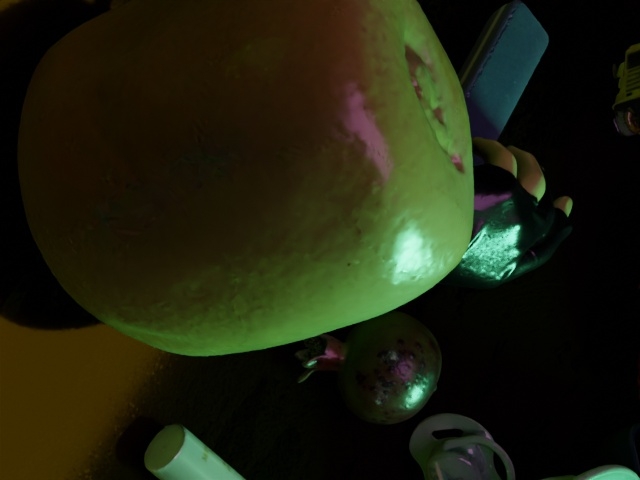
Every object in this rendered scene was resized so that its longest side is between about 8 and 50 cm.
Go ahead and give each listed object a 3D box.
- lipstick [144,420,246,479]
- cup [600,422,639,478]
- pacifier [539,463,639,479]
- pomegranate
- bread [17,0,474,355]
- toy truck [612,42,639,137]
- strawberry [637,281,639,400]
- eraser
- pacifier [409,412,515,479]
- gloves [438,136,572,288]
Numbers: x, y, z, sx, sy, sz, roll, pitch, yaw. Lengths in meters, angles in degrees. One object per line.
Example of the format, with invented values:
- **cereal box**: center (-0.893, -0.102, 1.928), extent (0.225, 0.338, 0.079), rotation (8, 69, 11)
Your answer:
- **lipstick**: center (-0.080, 0.287, 1.407), extent (0.264, 0.059, 0.059), rotation (46, 64, -30)
- **cup**: center (0.475, 0.427, 1.785), extent (0.292, 0.308, 0.242), rotation (18, 113, -39)
- **pacifier**: center (0.288, 0.428, 1.551), extent (0.288, 0.269, 0.343), rotation (19, 103, -46)
- **pomegranate**: center (0.059, 0.136, 1.471), extent (0.159, 0.129, 0.129), rotation (17, 81, -38)
- **bread**: center (-0.074, -0.071, 1.198), extent (0.253, 0.376, 0.348), rotation (-35, 108, -63)
- **toy truck**: center (0.517, -0.183, 1.836), extent (0.272, 0.124, 0.157), rotation (32, 57, -38)
- **strawberry**: center (0.540, 0.108, 1.795), extent (0.345, 0.295, 0.317), rotation (-53, 159, 0)
- **eraser**: center (0.205, -0.185, 1.635), extent (0.082, 0.036, 0.225), rotation (42, 67, -32)
- **pacifier**: center (0.178, 0.261, 1.595), extent (0.116, 0.126, 0.150), rotation (-42, 112, -57)
- **gloves**: center (0.186, -0.021, 1.557), extent (0.301, 0.152, 0.197), rotation (-25, 150, -42)
